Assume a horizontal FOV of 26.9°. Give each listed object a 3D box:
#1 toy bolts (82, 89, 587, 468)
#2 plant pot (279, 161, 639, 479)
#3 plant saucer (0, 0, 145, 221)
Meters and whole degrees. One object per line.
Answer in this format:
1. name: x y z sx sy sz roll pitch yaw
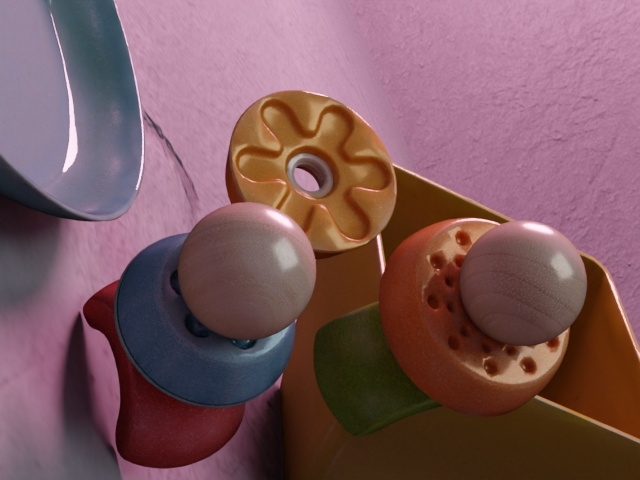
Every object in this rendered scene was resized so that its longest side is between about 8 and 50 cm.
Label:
1. toy bolts: 0.000 0.000 0.658 0.158 0.229 0.218 -46 -118 55
2. plant pot: 0.080 0.104 0.911 0.212 0.187 0.212 24 29 -18
3. plant saucer: -0.177 -0.150 0.648 0.317 0.044 0.317 -21 90 -78
